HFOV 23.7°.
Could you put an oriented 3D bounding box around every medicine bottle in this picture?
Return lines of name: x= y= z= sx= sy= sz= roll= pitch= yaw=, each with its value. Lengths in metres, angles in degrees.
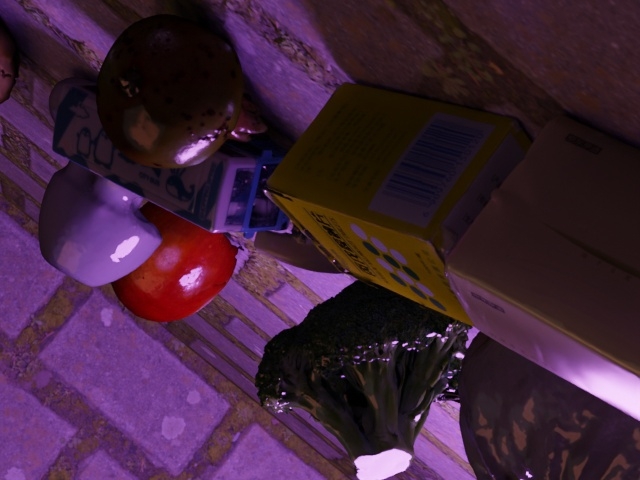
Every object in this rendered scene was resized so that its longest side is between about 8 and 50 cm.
medicine bottle: x=0.087 y=-0.035 z=1.345 sx=0.137 sy=0.141 sz=0.250 roll=44 pitch=166 yaw=-36

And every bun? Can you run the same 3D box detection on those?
bun: x=0.280 y=0.193 z=1.422 sx=0.362 sy=0.211 sz=0.362 roll=35 pitch=165 yaw=11

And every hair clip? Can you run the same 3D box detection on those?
hair clip: x=0.002 y=0.002 z=1.860 sx=0.159 sy=0.071 sz=0.218 roll=18 pitch=171 yaw=-5

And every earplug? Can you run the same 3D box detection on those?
earplug: x=-0.311 y=-0.082 z=2.152 sx=0.214 sy=0.175 sz=0.326 roll=33 pitch=133 yaw=29

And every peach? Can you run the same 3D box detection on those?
peach: x=-0.221 y=0.018 z=2.359 sx=0.196 sy=0.226 sz=0.190 roll=7 pitch=-133 yaw=-40

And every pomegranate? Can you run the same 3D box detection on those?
pomegranate: x=-0.139 y=-0.149 z=1.582 sx=0.159 sy=0.159 sz=0.205 roll=27 pitch=-173 yaw=40

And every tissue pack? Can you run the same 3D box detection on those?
tissue pack: x=0.232 y=0.032 z=1.125 sx=0.234 sy=0.159 sz=0.125 roll=30 pitch=164 yaw=33

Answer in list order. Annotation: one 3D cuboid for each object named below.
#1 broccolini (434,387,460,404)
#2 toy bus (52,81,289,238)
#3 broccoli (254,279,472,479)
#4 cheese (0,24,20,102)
broccolini: x=0.221 y=0.221 z=2.065 sx=0.218 sy=0.044 sz=0.042 roll=13 pitch=136 yaw=51
toy bus: x=-0.168 y=-0.101 z=1.755 sx=0.297 sy=0.106 sz=0.131 roll=26 pitch=-159 yaw=36
broccoli: x=0.060 y=0.158 z=1.811 sx=0.269 sy=0.261 sz=0.242 roll=64 pitch=-168 yaw=-57
cheese: x=-0.535 y=-0.284 z=2.150 sx=0.259 sy=0.128 sz=0.316 roll=34 pitch=176 yaw=-18
